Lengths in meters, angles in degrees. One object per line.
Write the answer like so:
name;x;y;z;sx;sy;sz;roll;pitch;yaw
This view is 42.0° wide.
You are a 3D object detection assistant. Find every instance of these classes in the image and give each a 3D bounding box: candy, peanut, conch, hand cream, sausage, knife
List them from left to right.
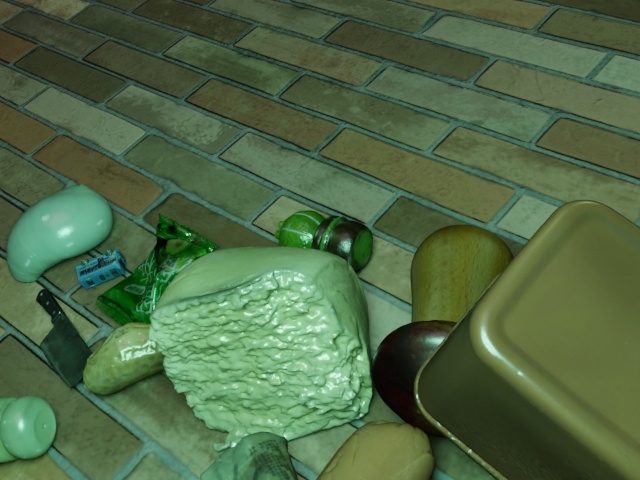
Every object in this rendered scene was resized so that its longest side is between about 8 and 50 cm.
hand cream;-0.552;0.293;1.267;0.306;0.093;0.147;-7;51;14
conch;-0.495;-0.020;1.550;0.221;0.121;0.185;-31;16;-5
knife;-0.442;0.161;1.398;0.072;0.019;0.245;-49;43;-3
peanut;-0.268;0.172;1.290;0.214;0.099;0.099;-17;44;-5
candy;-0.273;0.064;1.409;0.141;0.078;0.203;18;66;45
sausage;0.027;0.345;1.001;0.121;0.121;0.304;20;55;33

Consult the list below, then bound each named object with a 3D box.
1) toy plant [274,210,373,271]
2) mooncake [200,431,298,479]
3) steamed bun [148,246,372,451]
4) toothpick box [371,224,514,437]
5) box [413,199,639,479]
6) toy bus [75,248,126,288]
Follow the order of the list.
toy plant;0.000;0.000;1.368;0.162;0.093;0.093;12;52;31
mooncake;-0.081;0.324;1.074;0.130;0.073;0.125;-44;45;17
steamed bun;-0.078;0.109;1.165;0.290;0.272;0.273;-3;46;11
toothpick box;0.180;0.120;1.127;0.192;0.192;0.294;0;42;19
box;0.302;0.155;0.862;0.339;0.229;0.239;39;67;13
toy bus;-0.389;0.051;1.483;0.083;0.038;0.046;-22;49;-1
